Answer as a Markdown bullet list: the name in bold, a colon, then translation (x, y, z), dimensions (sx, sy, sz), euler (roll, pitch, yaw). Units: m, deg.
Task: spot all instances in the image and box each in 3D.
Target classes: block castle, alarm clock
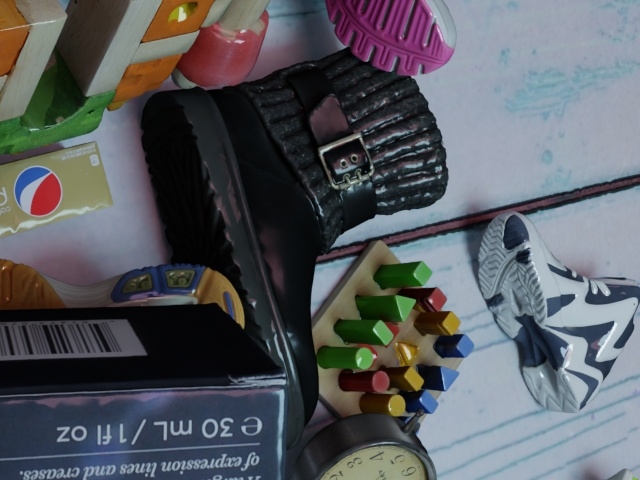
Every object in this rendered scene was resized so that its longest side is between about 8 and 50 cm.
- **block castle**: translation (-0.261, -0.213, 0.955), dimensions (0.453, 0.213, 0.303), euler (-20, 69, -38)
- **alarm clock**: translation (0.021, 0.229, 1.215), dimensions (0.192, 0.064, 0.129), euler (-27, 125, -7)

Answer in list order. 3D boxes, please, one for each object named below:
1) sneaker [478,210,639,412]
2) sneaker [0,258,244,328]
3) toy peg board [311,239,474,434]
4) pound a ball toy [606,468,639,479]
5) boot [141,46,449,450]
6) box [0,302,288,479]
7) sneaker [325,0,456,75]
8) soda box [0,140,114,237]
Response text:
- **sneaker**: translation (0.264, 0.050, 1.395), dimensions (0.153, 0.094, 0.235), euler (-36, 107, -32)
- **sneaker**: translation (-0.213, 0.088, 1.054), dimensions (0.296, 0.131, 0.112), euler (3, 63, -11)
- **toy peg board**: translation (0.078, 0.109, 1.270), dimensions (0.160, 0.079, 0.161), euler (48, 63, -22)
- **pound a ball toy**: translation (0.342, 0.433, 1.373), dimensions (0.208, 0.136, 0.319), euler (24, 69, 7)
- **boot**: translation (0.002, -0.001, 1.194), dimensions (0.260, 0.131, 0.348), euler (-14, 94, -34)
- **box**: translation (-0.194, 0.258, 0.898), dimensions (0.293, 0.212, 0.395), euler (-1, 102, -17)
- **sneaker**: translation (0.048, -0.258, 1.218), dimensions (0.111, 0.103, 0.252), euler (-21, 66, -43)
- **soda box**: translation (-0.264, -0.030, 1.054), dimensions (0.181, 0.061, 0.058), euler (-19, 98, -34)
